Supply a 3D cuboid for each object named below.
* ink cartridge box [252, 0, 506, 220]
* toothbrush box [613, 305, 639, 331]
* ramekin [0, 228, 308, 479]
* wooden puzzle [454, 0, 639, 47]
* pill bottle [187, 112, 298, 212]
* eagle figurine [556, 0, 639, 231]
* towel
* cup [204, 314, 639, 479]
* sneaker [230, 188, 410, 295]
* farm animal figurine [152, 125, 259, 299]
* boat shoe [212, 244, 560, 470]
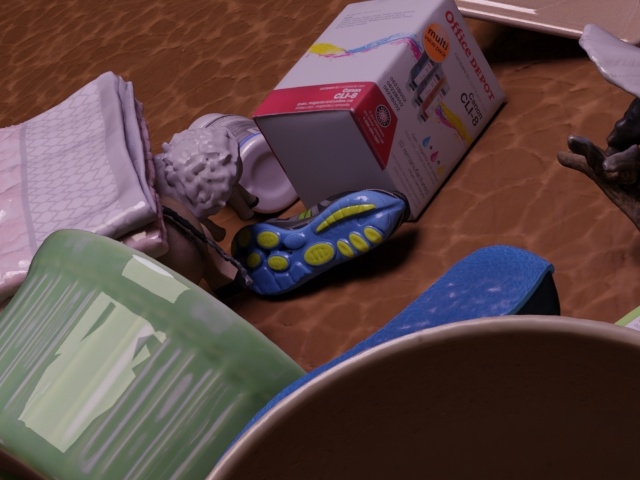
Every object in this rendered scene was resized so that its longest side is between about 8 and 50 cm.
[{"bbox_3d":[0.055,-0.120,1.709,0.127,0.128,0.176,-2,40,43],"label":"ink cartridge box"},{"bbox_3d":[0.145,0.194,1.118,0.283,0.122,0.206,-33,28,-5],"label":"toothbrush box"},{"bbox_3d":[-0.111,0.146,1.277,0.303,0.303,0.148,12,58,53],"label":"ramekin"},{"bbox_3d":[0.234,-0.268,1.798,0.239,0.044,0.221,11,53,26],"label":"wooden puzzle"},{"bbox_3d":[-0.076,-0.077,1.826,0.078,0.078,0.137,-39,28,-14],"label":"pill bottle"},{"bbox_3d":[0.320,-0.121,1.392,0.298,0.226,0.225,-38,8,-2],"label":"eagle figurine"},{"bbox_3d":[-0.281,-0.011,1.525,0.317,0.053,0.332,-24,26,1],"label":"towel"},{"bbox_3d":[0.098,0.224,0.871,0.331,0.237,0.331,-3,71,8],"label":"cup"},{"bbox_3d":[0.000,0.000,1.655,0.188,0.067,0.078,-20,-1,36],"label":"sneaker"},{"bbox_3d":[-0.213,0.059,1.576,0.327,0.172,0.330,-32,30,23],"label":"farm animal figurine"},{"bbox_3d":[0.053,0.111,1.134,0.258,0.089,0.109,-33,38,-13],"label":"boat shoe"}]
